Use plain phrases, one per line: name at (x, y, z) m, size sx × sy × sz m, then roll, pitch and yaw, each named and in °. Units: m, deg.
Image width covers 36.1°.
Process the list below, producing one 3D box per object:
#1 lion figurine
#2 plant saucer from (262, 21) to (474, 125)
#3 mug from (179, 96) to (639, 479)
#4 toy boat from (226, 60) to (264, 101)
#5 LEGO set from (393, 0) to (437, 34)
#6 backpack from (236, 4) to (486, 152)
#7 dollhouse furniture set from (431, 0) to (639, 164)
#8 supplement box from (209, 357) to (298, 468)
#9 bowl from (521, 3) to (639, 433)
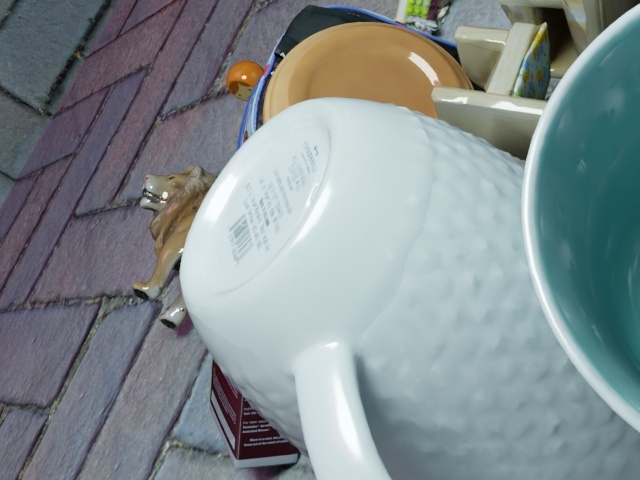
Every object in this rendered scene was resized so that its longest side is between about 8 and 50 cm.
lion figurine at (-0.119, -0.005, 1.338) m, size 0.392 × 0.142 × 0.240 m, roll 2°, pitch 52°, yaw 42°
plant saucer at (0.047, -0.119, 0.887) m, size 0.037 × 0.200 × 0.200 m, roll 95°, pitch -164°, yaw -66°
mug at (0.077, 0.085, 0.694) m, size 0.276 × 0.328 × 0.374 m, roll -40°, pitch 32°, yaw 27°
toy boat at (-0.072, -0.202, 1.424) m, size 0.151 × 0.151 × 0.231 m, roll -41°, pitch 31°, yaw 25°
LEGO set at (0.109, -0.285, 1.275) m, size 0.287 × 0.132 × 0.107 m, roll -48°, pitch 37°, yaw 0°
backpack at (0.050, -0.107, 1.016) m, size 0.213 × 0.263 × 0.276 m, roll -36°, pitch 30°, yaw 62°
dollhouse furniture set at (0.263, -0.230, 0.769) m, size 0.256 × 0.394 × 0.362 m, roll 13°, pitch 66°, yaw 26°
supplement box at (-0.065, 0.104, 1.042) m, size 0.130 × 0.073 × 0.239 m, roll -131°, pitch 43°, yaw -61°
bowl at (0.278, 0.011, 0.565) m, size 0.312 × 0.163 × 0.311 m, roll -5°, pitch 67°, yaw 12°
